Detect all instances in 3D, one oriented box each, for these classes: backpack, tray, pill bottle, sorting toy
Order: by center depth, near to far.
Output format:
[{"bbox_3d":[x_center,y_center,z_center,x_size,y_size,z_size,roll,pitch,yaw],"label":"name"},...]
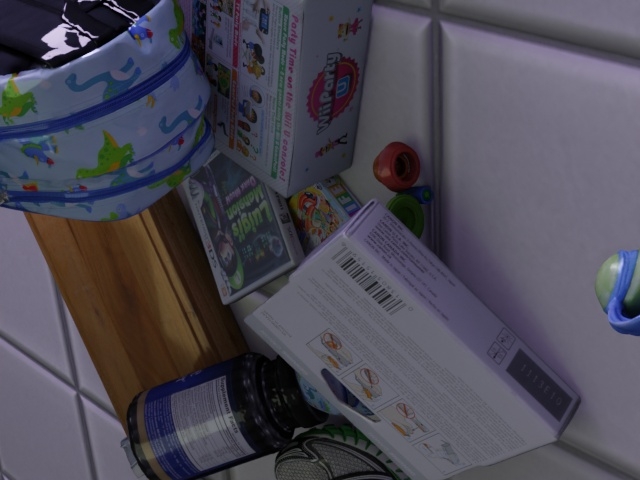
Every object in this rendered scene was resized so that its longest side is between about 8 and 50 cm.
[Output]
[{"bbox_3d":[0.072,-0.043,1.100,0.042,0.061,0.102,0,89,51],"label":"sorting toy"},{"bbox_3d":[-0.268,-0.157,1.132,0.355,0.290,0.273,-7,114,46],"label":"backpack"},{"bbox_3d":[0.029,0.141,1.248,0.114,0.084,0.105,10,122,43],"label":"backpack"},{"bbox_3d":[-0.107,0.204,1.348,0.219,0.123,0.123,-21,96,15],"label":"pill bottle"},{"bbox_3d":[-0.226,0.088,1.480,0.203,0.076,0.411,-21,96,34],"label":"tray"}]

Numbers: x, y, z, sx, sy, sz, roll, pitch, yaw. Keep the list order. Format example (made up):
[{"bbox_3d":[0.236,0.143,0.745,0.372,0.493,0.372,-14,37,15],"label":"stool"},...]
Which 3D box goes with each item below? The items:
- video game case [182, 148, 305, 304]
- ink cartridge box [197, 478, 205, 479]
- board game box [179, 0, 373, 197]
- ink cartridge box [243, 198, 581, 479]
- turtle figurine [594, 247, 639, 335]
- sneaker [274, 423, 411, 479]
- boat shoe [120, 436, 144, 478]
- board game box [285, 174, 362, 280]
[{"bbox_3d":[-0.094,-0.029,1.308,0.190,0.022,0.173,-30,77,56],"label":"video game case"},{"bbox_3d":[-0.206,0.486,1.624,0.171,0.233,0.168,28,130,38],"label":"ink cartridge box"},{"bbox_3d":[-0.093,-0.217,1.162,0.303,0.097,0.224,38,138,32],"label":"board game box"},{"bbox_3d":[0.081,0.115,1.129,0.275,0.060,0.239,44,146,-4],"label":"ink cartridge box"},{"bbox_3d":[0.339,0.032,0.792,0.266,0.275,0.198,26,110,13],"label":"turtle figurine"},{"bbox_3d":[0.066,0.324,1.267,0.343,0.146,0.134,29,132,38],"label":"sneaker"},{"bbox_3d":[-0.249,0.283,1.677,0.081,0.079,0.227,52,146,7],"label":"boat shoe"},{"bbox_3d":[0.000,0.000,1.242,0.103,0.026,0.154,51,142,14],"label":"board game box"}]
